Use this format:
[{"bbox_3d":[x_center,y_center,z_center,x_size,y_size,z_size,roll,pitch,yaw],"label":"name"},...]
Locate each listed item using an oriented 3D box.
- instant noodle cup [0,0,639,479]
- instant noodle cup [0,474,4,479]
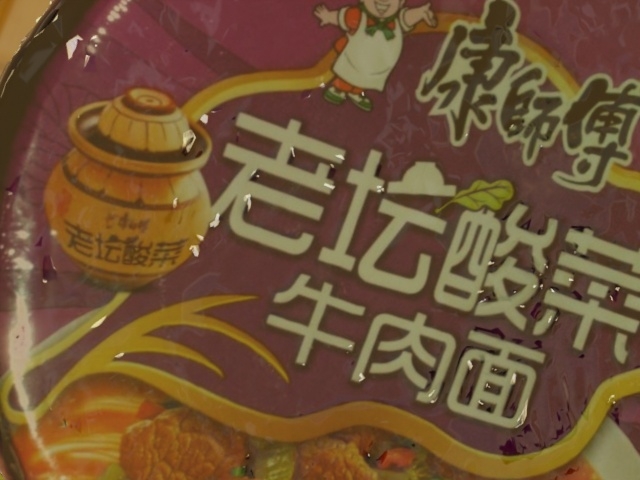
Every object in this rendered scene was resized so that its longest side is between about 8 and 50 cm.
[{"bbox_3d":[0.000,0.000,0.459,0.251,0.251,0.190,23,1,-17],"label":"instant noodle cup"},{"bbox_3d":[-0.226,0.045,0.659,0.264,0.200,0.264,14,7,-2],"label":"instant noodle cup"}]
